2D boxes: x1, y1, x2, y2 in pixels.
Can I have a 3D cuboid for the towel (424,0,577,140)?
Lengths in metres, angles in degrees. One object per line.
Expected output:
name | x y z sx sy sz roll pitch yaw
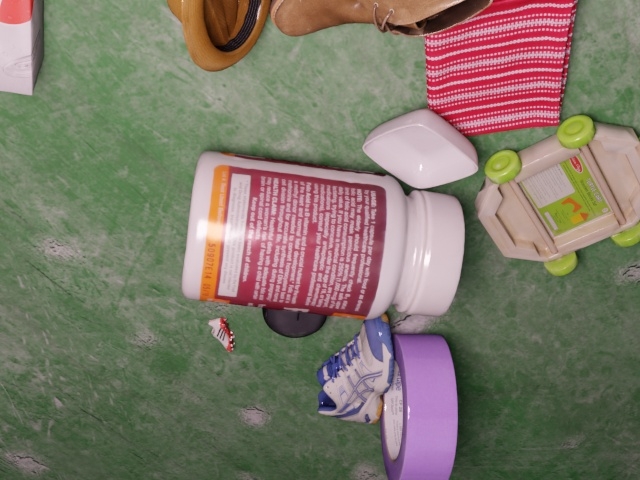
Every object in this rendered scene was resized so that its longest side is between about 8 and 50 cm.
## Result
towel | 0.244 -0.238 1.185 0.198 0.031 0.275 -7 146 6

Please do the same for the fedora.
fedora | -0.135 -0.309 1.074 0.079 0.194 0.194 25 139 25

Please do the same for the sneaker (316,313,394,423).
sneaker | 0.061 0.250 1.621 0.131 0.112 0.296 4 132 -5

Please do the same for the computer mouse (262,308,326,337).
computer mouse | -0.045 0.085 1.484 0.188 0.072 0.272 -1 134 -4

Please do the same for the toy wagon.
toy wagon | 0.425 -0.084 1.359 0.344 0.068 0.267 -26 130 19

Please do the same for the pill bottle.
pill bottle | 0.000 0.000 1.292 0.392 0.224 0.224 7 133 -7

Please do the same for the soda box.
soda box | -0.391 -0.325 1.053 0.091 0.098 0.286 7 132 -11

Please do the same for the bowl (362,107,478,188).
bowl | 0.149 -0.141 1.270 0.142 0.053 0.142 31 152 -30

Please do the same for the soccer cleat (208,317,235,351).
soccer cleat | -0.182 0.174 1.591 0.035 0.029 0.083 -4 131 12

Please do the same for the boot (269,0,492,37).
boot | 0.072 -0.300 1.065 0.305 0.115 0.112 -15 167 26

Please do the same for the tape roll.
tape roll | 0.173 0.308 1.570 0.090 0.275 0.275 1 133 -6
